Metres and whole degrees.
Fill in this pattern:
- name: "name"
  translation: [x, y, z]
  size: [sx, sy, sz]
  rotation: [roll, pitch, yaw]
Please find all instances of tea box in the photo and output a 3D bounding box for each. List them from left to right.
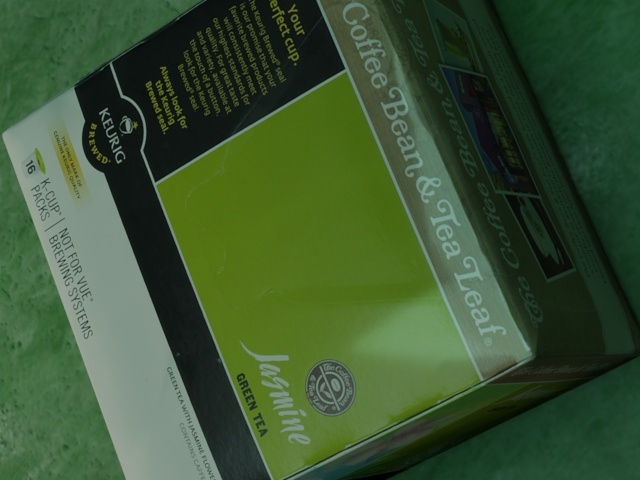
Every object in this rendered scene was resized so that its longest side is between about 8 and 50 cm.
- name: "tea box"
  translation: [0.000, 0.000, 1.278]
  size: [0.324, 0.220, 0.329]
  rotation: [-29, 74, 26]
